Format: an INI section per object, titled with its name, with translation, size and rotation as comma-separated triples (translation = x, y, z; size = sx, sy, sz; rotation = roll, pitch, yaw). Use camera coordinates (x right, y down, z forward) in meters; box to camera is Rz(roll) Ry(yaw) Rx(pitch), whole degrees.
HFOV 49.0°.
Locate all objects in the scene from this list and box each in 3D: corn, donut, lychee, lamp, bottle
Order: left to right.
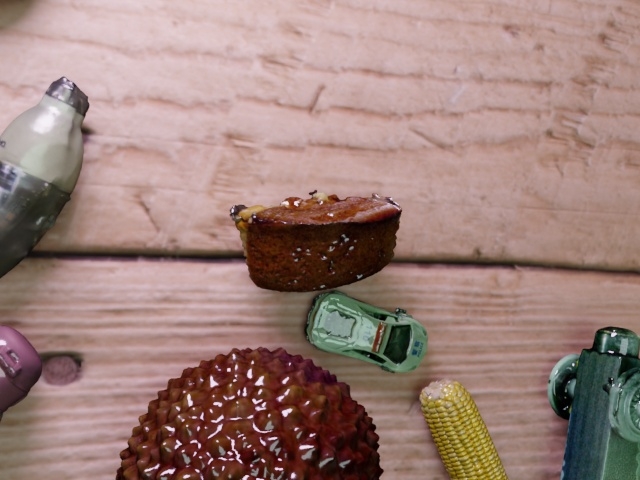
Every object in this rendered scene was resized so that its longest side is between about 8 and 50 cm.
[bottle]
translation = -0.428, 0.191, 0.791
size = 0.233, 0.110, 0.110
rotation = -39, 102, -14
[lamp]
translation = -0.340, -0.071, 0.817
size = 0.101, 0.101, 0.250
rotation = 27, 87, -17
[lychee]
translation = -0.079, 0.269, 0.812
size = 0.305, 0.330, 0.306
rotation = -1, 84, 12
[donut]
translation = -0.005, 0.004, 0.912
size = 0.186, 0.144, 0.126
rotation = -23, 121, -41
[corn]
translation = 0.216, 0.313, 1.014
size = 0.081, 0.081, 0.249
rotation = -27, 100, -15

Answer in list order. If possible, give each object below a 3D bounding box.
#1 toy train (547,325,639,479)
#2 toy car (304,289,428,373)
[toy train]
translation = 0.465, 0.359, 1.054
size = 0.272, 0.179, 0.443
rotation = 12, 87, -24
[toy car]
translation = 0.071, 0.128, 0.975
size = 0.186, 0.058, 0.094
rotation = 20, 84, -17
